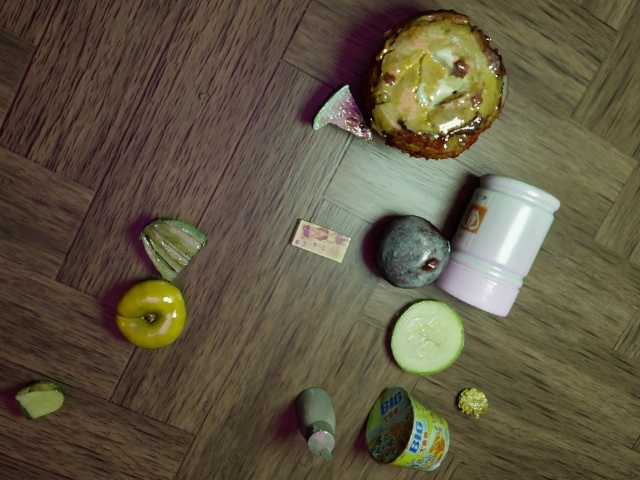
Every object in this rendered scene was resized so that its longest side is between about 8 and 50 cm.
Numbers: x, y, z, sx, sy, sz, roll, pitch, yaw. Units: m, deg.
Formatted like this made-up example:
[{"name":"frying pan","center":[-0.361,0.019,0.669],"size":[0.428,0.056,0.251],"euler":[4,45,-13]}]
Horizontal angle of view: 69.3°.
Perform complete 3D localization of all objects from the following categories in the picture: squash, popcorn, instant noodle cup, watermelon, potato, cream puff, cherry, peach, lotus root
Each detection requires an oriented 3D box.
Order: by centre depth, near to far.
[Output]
[{"name":"cream puff","center":[0.263,-0.348,1.083],"size":[0.351,0.228,0.350],"euler":[0,89,3]},{"name":"watermelon","center":[0.068,-0.320,1.136],"size":[0.158,0.098,0.121],"euler":[14,112,-5]},{"name":"lotus root","center":[-0.370,0.003,1.150],"size":[0.143,0.070,0.144],"euler":[-41,106,7]},{"name":"peach","center":[-0.424,0.182,1.157],"size":[0.179,0.103,0.179],"euler":[-1,100,-4]},{"name":"cherry","center":[0.230,0.035,1.168],"size":[0.195,0.195,0.195],"euler":[-1,100,-7]},{"name":"potato","center":[-0.704,0.394,1.181],"size":[0.103,0.066,0.096],"euler":[-11,125,-14]},{"name":"instant noodle cup","center":[0.239,0.525,1.258],"size":[0.153,0.205,0.205],"euler":[31,95,-21]},{"name":"squash","center":[0.297,0.269,1.289],"size":[0.219,0.041,0.219],"euler":[-1,100,-7]},{"name":"popcorn","center":[0.436,0.467,1.333],"size":[0.082,0.057,0.083],"euler":[42,95,-10]}]

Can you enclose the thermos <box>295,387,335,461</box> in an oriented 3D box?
[{"name":"thermos","center":[-0.001,0.493,1.216],"size":[0.105,0.193,0.137],"euler":[-20,102,-4]}]

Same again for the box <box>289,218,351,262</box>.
[{"name":"box","center":[0.000,0.000,1.218],"size":[0.149,0.020,0.073],"euler":[20,97,-9]}]

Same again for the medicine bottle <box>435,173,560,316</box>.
[{"name":"medicine bottle","center":[0.444,0.010,1.180],"size":[0.202,0.202,0.315],"euler":[22,96,-10]}]
